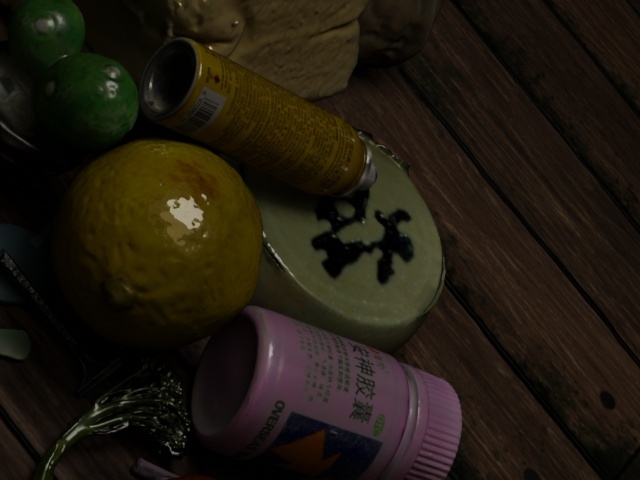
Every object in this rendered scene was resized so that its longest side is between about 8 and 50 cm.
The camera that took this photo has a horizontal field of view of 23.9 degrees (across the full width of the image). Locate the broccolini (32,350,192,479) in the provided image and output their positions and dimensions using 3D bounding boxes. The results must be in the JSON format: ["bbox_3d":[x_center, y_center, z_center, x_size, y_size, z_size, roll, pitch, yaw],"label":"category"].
[{"bbox_3d":[-0.233,0.243,1.674,0.123,0.062,0.271,42,48,0],"label":"broccolini"}]

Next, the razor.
[{"bbox_3d":[-0.310,0.088,1.725,0.066,0.033,0.190,-40,93,-14],"label":"razor"}]

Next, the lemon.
[{"bbox_3d":[-0.186,0.003,1.734,0.267,0.267,0.267,22,47,-27],"label":"lemon"}]

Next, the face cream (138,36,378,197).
[{"bbox_3d":[-0.056,-0.132,1.810,0.349,0.105,0.105,23,46,-44],"label":"face cream"}]

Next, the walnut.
[{"bbox_3d":[0.068,-0.374,2.263,0.248,0.248,0.248,22,47,-27],"label":"walnut"}]

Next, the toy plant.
[{"bbox_3d":[-0.319,-0.165,1.752,0.175,0.235,0.218,-2,56,-48],"label":"toy plant"}]

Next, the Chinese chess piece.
[{"bbox_3d":[0.000,0.000,1.978,0.349,0.146,0.349,22,48,-26],"label":"Chinese chess piece"}]

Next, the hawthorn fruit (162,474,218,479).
[{"bbox_3d":[-0.175,0.333,1.591,0.203,0.162,0.162,-11,66,-25],"label":"hawthorn fruit"}]

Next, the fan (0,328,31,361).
[{"bbox_3d":[-0.405,0.104,1.649,0.193,0.016,0.038,11,55,-35],"label":"fan"}]

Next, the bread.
[{"bbox_3d":[-0.165,-0.351,1.941,0.390,0.279,0.371,-14,49,-47],"label":"bread"}]

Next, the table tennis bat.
[{"bbox_3d":[-0.350,0.017,1.761,0.100,0.019,0.155,47,43,-3],"label":"table tennis bat"}]

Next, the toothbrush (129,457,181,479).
[{"bbox_3d":[-0.070,0.322,1.741,0.354,0.024,0.029,30,35,-28],"label":"toothbrush"}]

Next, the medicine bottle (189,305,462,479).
[{"bbox_3d":[0.007,0.203,1.804,0.291,0.178,0.178,23,47,-27],"label":"medicine bottle"}]
